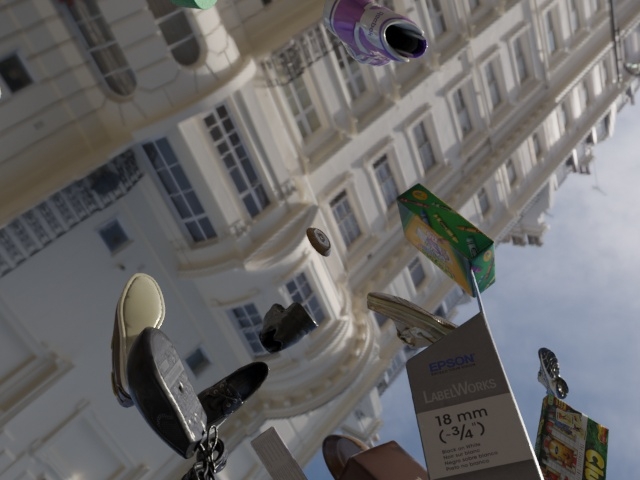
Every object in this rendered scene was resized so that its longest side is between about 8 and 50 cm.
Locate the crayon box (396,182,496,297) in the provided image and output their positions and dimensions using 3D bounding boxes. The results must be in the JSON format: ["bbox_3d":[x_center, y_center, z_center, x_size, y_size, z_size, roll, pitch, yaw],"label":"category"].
[{"bbox_3d":[0.316,-0.003,1.569,0.081,0.165,0.278,-35,-130,-11],"label":"crayon box"}]

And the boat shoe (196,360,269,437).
[{"bbox_3d":[-0.182,0.308,1.233,0.228,0.080,0.076,-24,162,-49],"label":"boat shoe"}]

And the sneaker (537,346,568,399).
[{"bbox_3d":[0.548,0.324,1.508,0.052,0.135,0.058,-26,-173,-35],"label":"sneaker"}]

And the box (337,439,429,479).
[{"bbox_3d":[0.171,0.500,0.911,0.381,0.191,0.143,36,-162,36],"label":"box"}]

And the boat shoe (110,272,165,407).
[{"bbox_3d":[-0.437,0.229,1.463,0.097,0.116,0.324,-43,-136,37],"label":"boat shoe"}]

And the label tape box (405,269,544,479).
[{"bbox_3d":[0.175,0.237,0.684,0.106,0.241,0.334,-16,-141,9],"label":"label tape box"}]

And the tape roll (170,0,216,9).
[{"bbox_3d":[-0.316,-0.754,1.564,0.077,0.321,0.321,10,-142,7],"label":"tape roll"}]

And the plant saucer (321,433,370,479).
[{"bbox_3d":[0.086,0.515,1.405,0.198,0.199,0.036,13,-148,44],"label":"plant saucer"}]

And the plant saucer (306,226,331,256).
[{"bbox_3d":[0.000,0.000,1.468,0.015,0.083,0.083,-37,-155,24],"label":"plant saucer"}]

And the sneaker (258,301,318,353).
[{"bbox_3d":[-0.115,0.238,1.647,0.130,0.109,0.286,-41,-178,-23],"label":"sneaker"}]

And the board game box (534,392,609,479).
[{"bbox_3d":[0.456,0.410,1.135,0.136,0.030,0.260,33,-140,3],"label":"board game box"}]

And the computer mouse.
[{"bbox_3d":[-0.242,0.271,0.981,0.072,0.272,0.188,-23,-178,5],"label":"computer mouse"}]

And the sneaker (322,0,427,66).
[{"bbox_3d":[0.127,-0.351,1.117,0.161,0.102,0.282,32,-163,22],"label":"sneaker"}]

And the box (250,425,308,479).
[{"bbox_3d":[-0.038,0.554,1.333,0.067,0.324,0.063,-34,171,-12],"label":"box"}]

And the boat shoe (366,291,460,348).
[{"bbox_3d":[0.232,0.212,1.463,0.098,0.302,0.109,-63,-163,4],"label":"boat shoe"}]
